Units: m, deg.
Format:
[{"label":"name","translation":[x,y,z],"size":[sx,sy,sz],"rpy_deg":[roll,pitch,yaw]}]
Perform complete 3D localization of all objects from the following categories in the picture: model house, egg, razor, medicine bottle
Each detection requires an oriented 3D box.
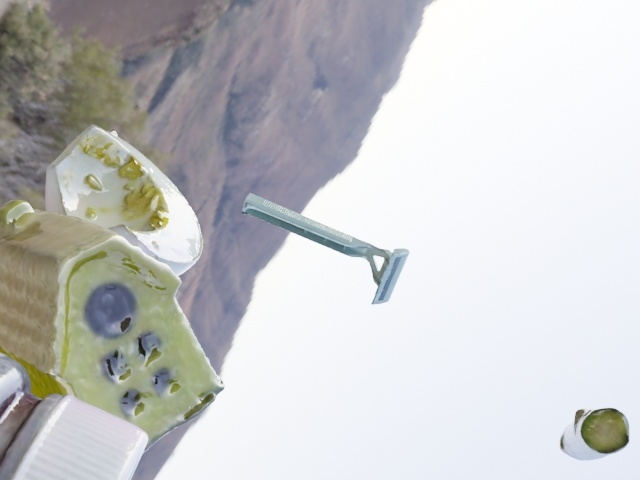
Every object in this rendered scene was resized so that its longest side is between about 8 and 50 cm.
[{"label":"model house","translation":[-0.239,0.080,0.869],"size":[0.175,0.234,0.193],"rpy_deg":[-39,-148,-30]},{"label":"egg","translation":[-0.296,-0.014,1.314],"size":[0.162,0.271,0.206],"rpy_deg":[-40,146,16]},{"label":"razor","translation":[0.003,-0.006,1.443],"size":[0.056,0.278,0.111],"rpy_deg":[-50,163,-49]},{"label":"medicine bottle","translation":[-0.272,0.144,0.612],"size":[0.165,0.273,0.165],"rpy_deg":[-63,-178,4]}]

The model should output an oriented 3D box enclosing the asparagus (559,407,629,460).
[{"label":"asparagus","translation":[0.347,0.250,1.151],"size":[0.060,0.067,0.277],"rpy_deg":[-58,161,-7]}]
